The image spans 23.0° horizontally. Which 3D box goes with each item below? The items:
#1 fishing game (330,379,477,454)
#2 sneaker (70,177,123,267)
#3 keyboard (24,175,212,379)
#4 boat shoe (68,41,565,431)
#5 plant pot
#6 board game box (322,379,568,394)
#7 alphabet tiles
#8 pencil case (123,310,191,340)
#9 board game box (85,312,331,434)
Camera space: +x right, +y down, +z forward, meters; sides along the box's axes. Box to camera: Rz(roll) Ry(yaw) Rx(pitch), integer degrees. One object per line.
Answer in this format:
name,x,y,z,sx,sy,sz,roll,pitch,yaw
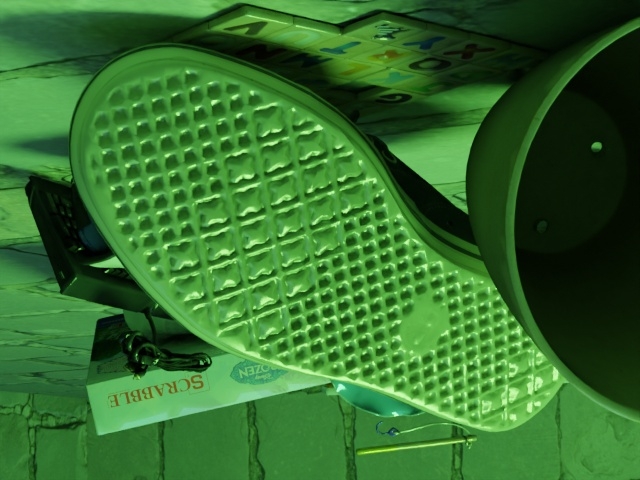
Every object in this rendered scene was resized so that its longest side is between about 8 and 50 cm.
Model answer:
fishing game,0.089,0.100,1.680,0.189,0.264,0.041,-1,-173,-12
sneaker,-0.132,-0.021,1.384,0.182,0.127,0.315,4,162,-13
keyboard,-0.169,0.046,1.529,0.033,0.201,0.317,-28,163,16
boat shoe,0.000,0.000,1.173,0.500,0.187,0.156,29,-170,-41
plant pot,0.202,-0.034,1.062,0.256,0.257,0.274,0,-171,-13
board game box,0.251,0.128,2.152,0.390,0.050,0.390,-7,-172,28
alphabet tiles,0.006,-0.123,1.089,0.237,0.009,0.198,6,168,-40
pencil case,-0.092,0.048,1.769,0.273,0.113,0.124,-7,-178,28
board game box,-0.113,0.123,1.881,0.318,0.066,0.318,-13,-169,-4
